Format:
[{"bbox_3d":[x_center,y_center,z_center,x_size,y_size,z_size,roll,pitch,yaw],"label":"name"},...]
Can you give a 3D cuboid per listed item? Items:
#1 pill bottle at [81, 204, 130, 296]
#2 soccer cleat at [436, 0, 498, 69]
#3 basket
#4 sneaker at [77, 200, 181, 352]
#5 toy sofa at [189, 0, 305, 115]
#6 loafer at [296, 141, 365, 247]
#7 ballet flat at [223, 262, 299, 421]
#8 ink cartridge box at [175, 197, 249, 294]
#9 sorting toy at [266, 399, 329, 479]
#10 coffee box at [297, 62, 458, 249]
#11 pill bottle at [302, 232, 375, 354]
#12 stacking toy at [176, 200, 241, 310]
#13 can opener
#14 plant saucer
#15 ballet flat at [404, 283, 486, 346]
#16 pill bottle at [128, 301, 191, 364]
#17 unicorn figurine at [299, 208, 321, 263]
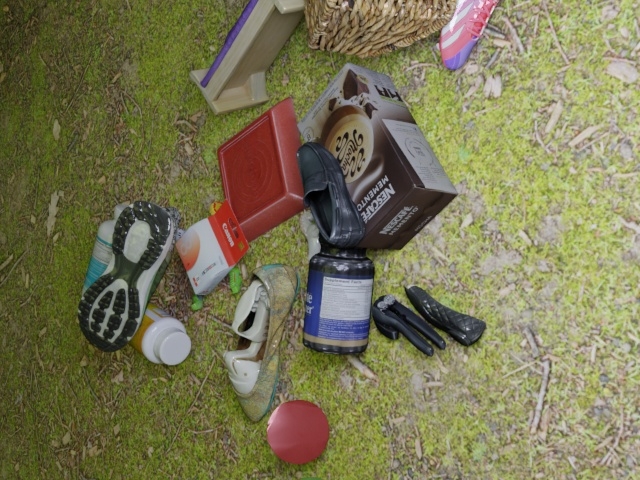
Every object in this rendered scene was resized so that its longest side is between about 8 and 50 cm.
[{"bbox_3d":[-0.518,0.044,2.005,0.146,0.146,0.263,31,107,44],"label":"pill bottle"},{"bbox_3d":[0.263,-0.402,1.276,0.095,0.083,0.247,21,102,32],"label":"soccer cleat"},{"bbox_3d":[0.093,-0.471,1.335,0.213,0.223,0.299,132,138,-70],"label":"basket"},{"bbox_3d":[-0.424,0.086,1.825,0.158,0.182,0.410,33,108,10],"label":"sneaker"},{"bbox_3d":[-0.136,-0.431,1.566,0.177,0.150,0.362,59,141,9],"label":"toy sofa"},{"bbox_3d":[0.004,-0.084,1.337,0.076,0.078,0.223,-48,54,37],"label":"loafer"},{"bbox_3d":[-0.140,0.211,1.604,0.123,0.123,0.348,25,104,46],"label":"ballet flat"},{"bbox_3d":[-0.244,0.015,1.723,0.179,0.045,0.145,-47,57,35],"label":"ink cartridge box"},{"bbox_3d":[-0.035,0.496,1.493,0.126,0.127,0.365,132,130,-70],"label":"sorting toy"},{"bbox_3d":[0.095,-0.149,1.390,0.168,0.119,0.297,-47,54,33],"label":"coffee box"},{"bbox_3d":[0.035,0.090,1.415,0.123,0.123,0.219,9,96,47],"label":"pill bottle"},{"bbox_3d":[-0.265,0.040,1.803,0.167,0.052,0.221,-28,66,42],"label":"stacking toy"},{"bbox_3d":[0.152,0.146,1.341,0.186,0.059,0.073,27,149,53],"label":"can opener"},{"bbox_3d":[-0.138,-0.149,1.695,0.259,0.048,0.258,-29,65,42],"label":"plant saucer"},{"bbox_3d":[0.206,0.120,1.304,0.049,0.057,0.173,-41,47,-13],"label":"ballet flat"},{"bbox_3d":[-0.406,0.225,1.884,0.215,0.117,0.117,22,102,46],"label":"pill bottle"},{"bbox_3d":[0.000,0.000,1.518,0.111,0.060,0.161,3,85,43],"label":"unicorn figurine"}]
